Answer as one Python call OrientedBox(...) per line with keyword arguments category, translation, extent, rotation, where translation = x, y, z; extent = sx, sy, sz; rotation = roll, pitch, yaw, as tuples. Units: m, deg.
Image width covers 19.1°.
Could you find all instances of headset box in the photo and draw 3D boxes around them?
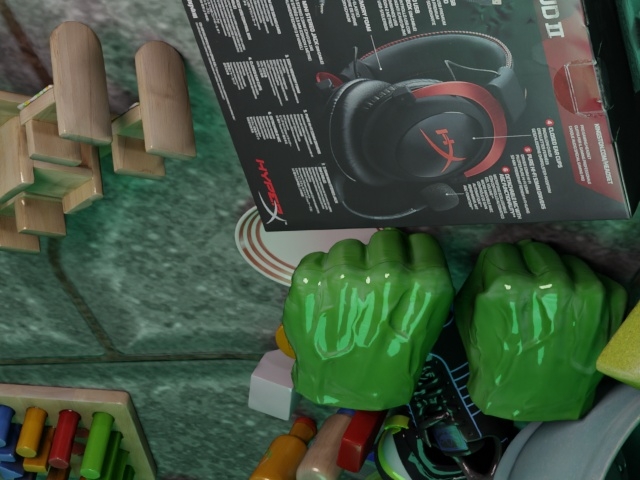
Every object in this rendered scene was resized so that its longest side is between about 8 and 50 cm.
OrientedBox(category="headset box", translation=(0.081, -0.123, 1.237), extent=(0.293, 0.110, 0.218), rotation=(-2, 129, 23))

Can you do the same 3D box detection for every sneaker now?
OrientedBox(category="sneaker", translation=(0.108, 0.127, 1.658), extent=(0.081, 0.090, 0.232), rotation=(-13, 141, 28))
OrientedBox(category="sneaker", translation=(0.162, 0.222, 1.790), extent=(0.234, 0.084, 0.097), rotation=(18, 143, -12))

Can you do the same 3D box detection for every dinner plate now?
OrientedBox(category="dinner plate", translation=(0.000, 0.000, 1.572), extent=(0.141, 0.017, 0.141), rotation=(7, 146, 5))

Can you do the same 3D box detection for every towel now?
OrientedBox(category="towel", translation=(0.064, 0.222, 1.879), extent=(0.060, 0.009, 0.083), rotation=(31, 140, -26))

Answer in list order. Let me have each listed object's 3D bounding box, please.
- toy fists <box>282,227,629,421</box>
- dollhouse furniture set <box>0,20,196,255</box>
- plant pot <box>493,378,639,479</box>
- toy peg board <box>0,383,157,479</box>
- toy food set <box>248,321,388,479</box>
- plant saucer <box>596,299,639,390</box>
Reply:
OrientedBox(category="toy fists", translation=(0.109, 0.060, 1.533), extent=(0.279, 0.096, 0.142), rotation=(5, 130, -6))
OrientedBox(category="dollhouse furniture set", translation=(-0.251, -0.112, 1.411), extent=(0.242, 0.161, 0.212), rotation=(10, 153, -41))
OrientedBox(category="plant pot", translation=(0.270, 0.245, 1.660), extent=(0.293, 0.293, 0.196), rotation=(36, 164, -32))
OrientedBox(category="toy peg board", translation=(-0.260, 0.220, 1.897), extent=(0.160, 0.079, 0.161), rotation=(3, 144, 10))
OrientedBox(category="toy food set", translation=(0.005, 0.140, 1.732), extent=(0.111, 0.104, 0.232), rotation=(17, 129, 14))
OrientedBox(category="plant saucer", translation=(0.343, 0.073, 1.486), extent=(0.188, 0.045, 0.188), rotation=(25, 111, -21))
